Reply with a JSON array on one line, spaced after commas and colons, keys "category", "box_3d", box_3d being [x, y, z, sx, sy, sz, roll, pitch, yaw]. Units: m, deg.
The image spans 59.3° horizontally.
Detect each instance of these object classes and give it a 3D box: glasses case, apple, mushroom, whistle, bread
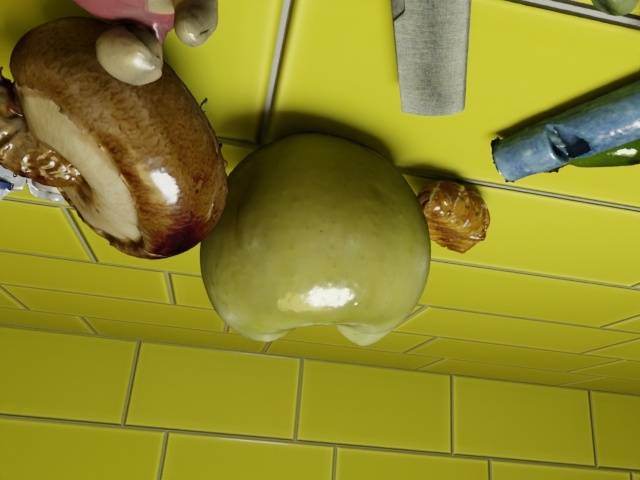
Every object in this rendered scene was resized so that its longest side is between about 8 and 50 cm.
[{"category": "glasses case", "box_3d": [0.102, -0.191, 0.516, 0.070, 0.047, 0.205, 1, 159, 12]}, {"category": "apple", "box_3d": [-0.001, -0.008, 0.718, 0.294, 0.258, 0.233, 6, 158, -12]}, {"category": "mushroom", "box_3d": [-0.225, -0.103, 0.605, 0.278, 0.163, 0.297, 33, 152, -11]}, {"category": "whistle", "box_3d": [0.327, -0.135, 0.593, 0.062, 0.062, 0.304, 21, 154, -35]}, {"category": "bread", "box_3d": [0.198, -0.041, 0.838, 0.104, 0.076, 0.233, 8, 169, 26]}]

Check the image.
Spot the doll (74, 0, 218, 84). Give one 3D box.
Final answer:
[{"category": "doll", "box_3d": [-0.097, -0.221, 0.342, 0.255, 0.152, 0.196, -19, 162, 38]}]

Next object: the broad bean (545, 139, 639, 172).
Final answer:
[{"category": "broad bean", "box_3d": [0.434, -0.095, 0.697, 0.291, 0.050, 0.144, 8, 165, -2]}]

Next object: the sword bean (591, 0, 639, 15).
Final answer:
[{"category": "sword bean", "box_3d": [0.153, -0.235, 0.405, 0.269, 0.038, 0.043, 18, 167, -31]}]

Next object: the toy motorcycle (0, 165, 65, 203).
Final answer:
[{"category": "toy motorcycle", "box_3d": [-0.460, -0.114, 0.784, 0.254, 0.113, 0.112, 16, 156, -30]}]
